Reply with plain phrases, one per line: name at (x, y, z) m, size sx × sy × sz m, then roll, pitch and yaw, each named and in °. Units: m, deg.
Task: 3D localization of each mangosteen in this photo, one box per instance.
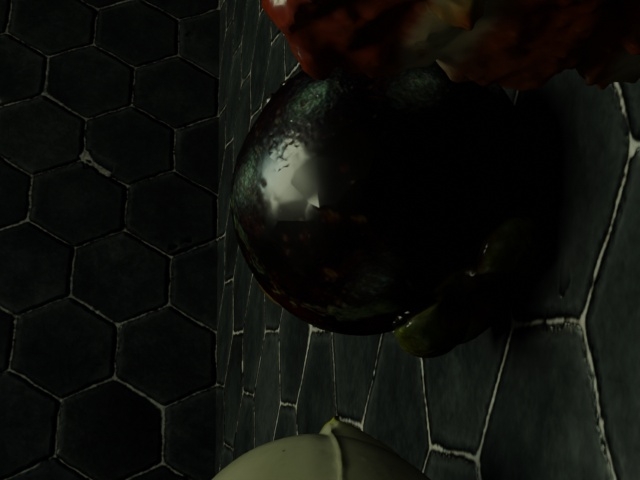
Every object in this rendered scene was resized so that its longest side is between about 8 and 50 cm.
mangosteen at (0.063, -0.037, 1.063) m, size 0.288 × 0.288 × 0.287 m, roll -174°, pitch 90°, yaw -78°

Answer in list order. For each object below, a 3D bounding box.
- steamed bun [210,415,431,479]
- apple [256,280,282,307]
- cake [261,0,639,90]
steamed bun at (-0.003, 0.350, 1.035) m, size 0.334 × 0.334 × 0.373 m, roll -102°, pitch 24°, yaw -55°
apple at (0.000, 0.000, 1.481) m, size 0.188 × 0.188 × 0.173 m, roll -113°, pitch 26°, yaw -66°
cake at (0.133, -0.258, 0.667) m, size 0.269 × 0.320 × 0.270 m, roll 127°, pitch 141°, yaw -64°
